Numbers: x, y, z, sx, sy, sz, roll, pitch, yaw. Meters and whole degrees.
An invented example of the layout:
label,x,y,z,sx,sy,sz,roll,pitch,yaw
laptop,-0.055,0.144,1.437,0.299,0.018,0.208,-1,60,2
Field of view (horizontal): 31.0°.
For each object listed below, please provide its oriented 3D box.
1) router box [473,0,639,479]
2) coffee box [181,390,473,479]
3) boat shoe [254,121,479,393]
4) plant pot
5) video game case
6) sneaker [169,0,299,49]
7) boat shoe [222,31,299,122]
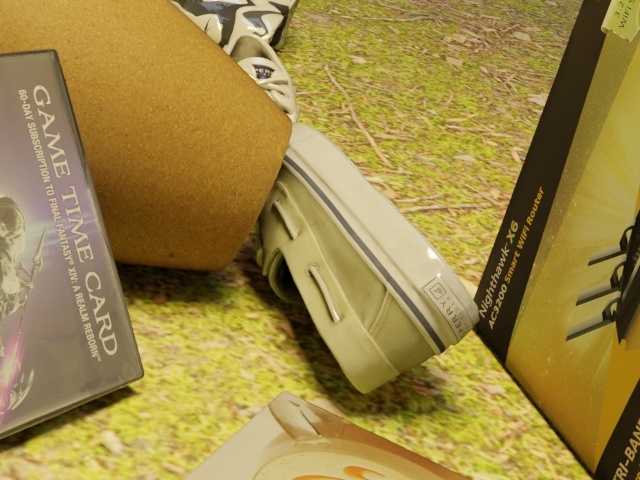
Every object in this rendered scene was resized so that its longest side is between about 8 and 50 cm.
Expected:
label,x,y,z,sx,sy,sz,roll,pitch,yaw
router box,0.219,-0.017,0.714,0.081,0.309,0.243,6,25,-23
coffee box,0.052,0.173,0.455,0.246,0.098,0.141,24,25,18
boat shoe,0.000,0.000,0.804,0.094,0.109,0.302,-35,28,-5
plant pot,-0.157,-0.084,0.775,0.254,0.237,0.237,25,22,-13
video game case,-0.210,0.014,0.554,0.026,0.196,0.274,-12,4,36
sneaker,-0.110,-0.275,1.337,0.153,0.094,0.235,24,34,-2
boat shoe,-0.066,-0.124,1.049,0.095,0.084,0.258,8,25,-18
